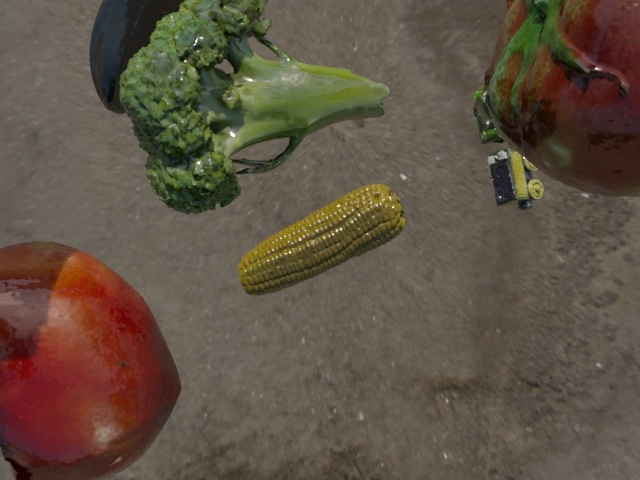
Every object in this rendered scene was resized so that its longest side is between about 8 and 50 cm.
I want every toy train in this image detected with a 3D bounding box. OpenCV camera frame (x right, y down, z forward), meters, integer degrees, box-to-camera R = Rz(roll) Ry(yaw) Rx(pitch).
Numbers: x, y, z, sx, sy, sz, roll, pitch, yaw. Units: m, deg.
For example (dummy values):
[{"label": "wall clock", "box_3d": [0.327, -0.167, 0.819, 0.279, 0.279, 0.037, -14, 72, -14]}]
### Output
[{"label": "toy train", "box_3d": [0.286, -0.145, 1.435, 0.081, 0.060, 0.202, -4, 82, -33]}]

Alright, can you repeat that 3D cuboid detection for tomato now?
[{"label": "tomato", "box_3d": [0.308, -0.181, 0.908, 0.238, 0.303, 0.304, 19, 97, -13]}]

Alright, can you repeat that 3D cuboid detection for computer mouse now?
[{"label": "computer mouse", "box_3d": [-0.269, -0.321, 1.373, 0.086, 0.137, 0.270, 29, 102, 14]}]

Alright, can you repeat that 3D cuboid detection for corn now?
[{"label": "corn", "box_3d": [0.000, 0.000, 1.208, 0.231, 0.080, 0.080, -25, 96, 8]}]

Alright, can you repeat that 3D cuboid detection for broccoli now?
[{"label": "broccoli", "box_3d": [-0.114, -0.196, 1.193, 0.302, 0.186, 0.254, -33, 101, -22]}]

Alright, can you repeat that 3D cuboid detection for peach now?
[{"label": "peach", "box_3d": [-0.341, 0.153, 1.180, 0.281, 0.281, 0.338, -39, 128, 5]}]
